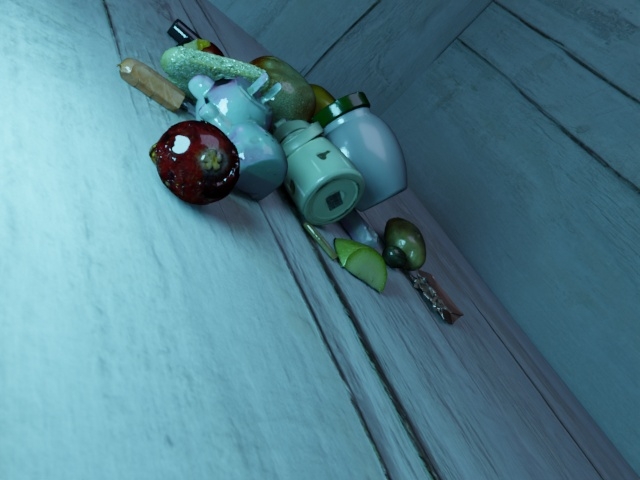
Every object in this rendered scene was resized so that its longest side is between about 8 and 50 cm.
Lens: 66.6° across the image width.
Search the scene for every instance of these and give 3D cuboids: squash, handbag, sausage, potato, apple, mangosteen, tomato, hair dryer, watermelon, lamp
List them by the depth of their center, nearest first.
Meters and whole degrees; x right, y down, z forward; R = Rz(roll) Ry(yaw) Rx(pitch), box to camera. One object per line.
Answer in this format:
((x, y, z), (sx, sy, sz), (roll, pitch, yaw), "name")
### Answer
((-0.245, -0.156, 0.952), (0.166, 0.166, 0.180), (30, 0, -40), "mangosteen")
((-0.416, -0.384, 1.184), (0.169, 0.065, 0.065), (32, 23, -39), "sausage")
((-0.184, -0.282, 1.206), (0.247, 0.247, 0.301), (15, 43, -53), "lamp")
((0.000, 0.000, 1.351), (0.132, 0.024, 0.024), (50, 19, 8), "sausage")
((-0.343, -0.487, 1.420), (0.146, 0.156, 0.159), (26, 47, -37), "apple")
((0.127, 0.039, 1.452), (0.191, 0.085, 0.184), (36, 22, -33), "squash")
((-0.161, -0.483, 1.665), (0.303, 0.239, 0.304), (36, 22, -17), "tomato")
((-0.480, -0.679, 1.666), (0.128, 0.070, 0.256), (39, 24, -21), "hair dryer")
((0.263, 0.060, 1.727), (0.110, 0.078, 0.078), (30, 24, -43), "watermelon")
((0.427, 0.207, 1.805), (0.157, 0.059, 0.213), (21, 29, -54), "handbag")
((0.332, 0.000, 1.907), (0.191, 0.141, 0.296), (42, 16, -17), "potato")

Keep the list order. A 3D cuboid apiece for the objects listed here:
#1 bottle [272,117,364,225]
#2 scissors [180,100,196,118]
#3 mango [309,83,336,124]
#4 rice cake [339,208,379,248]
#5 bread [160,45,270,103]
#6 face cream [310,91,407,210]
((-0.038, -0.240, 1.469), (0.229, 0.229, 0.352), (22, 29, -51), "bottle")
((-0.370, -0.361, 1.313), (0.100, 0.015, 0.189), (53, 21, 22), "scissors")
((0.030, -0.455, 2.043), (0.445, 0.220, 0.301), (49, -11, -6), "mango")
((0.076, -0.108, 1.669), (0.365, 0.072, 0.056), (55, 23, 23), "rice cake")
((-0.285, -0.417, 1.308), (0.286, 0.207, 0.056), (6, 67, -20), "bread")
((0.137, -0.294, 1.648), (0.312, 0.219, 0.357), (-26, 89, -38), "face cream")
